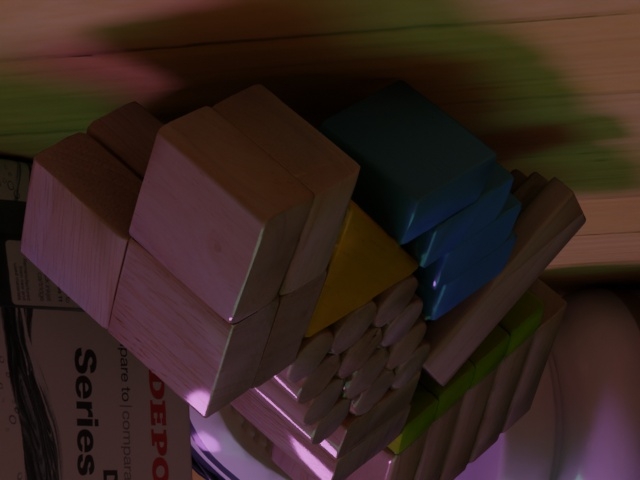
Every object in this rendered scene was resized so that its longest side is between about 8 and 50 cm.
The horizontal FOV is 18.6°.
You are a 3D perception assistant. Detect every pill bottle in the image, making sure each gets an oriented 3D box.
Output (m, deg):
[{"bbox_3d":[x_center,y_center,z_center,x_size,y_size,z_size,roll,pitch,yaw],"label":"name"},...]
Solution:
[{"bbox_3d":[0.205,0.103,1.137,0.264,0.153,0.153,1,171,-17],"label":"pill bottle"}]

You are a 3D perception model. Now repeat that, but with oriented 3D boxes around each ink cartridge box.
[{"bbox_3d":[-0.146,0.047,0.715,0.087,0.153,0.208,-10,169,38],"label":"ink cartridge box"}]

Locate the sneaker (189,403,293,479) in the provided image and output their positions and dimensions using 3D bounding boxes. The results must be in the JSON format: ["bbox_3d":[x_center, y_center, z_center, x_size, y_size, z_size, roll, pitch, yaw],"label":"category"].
[{"bbox_3d":[-0.034,0.092,1.101,0.127,0.126,0.321,-12,169,22],"label":"sneaker"}]

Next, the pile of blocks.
[{"bbox_3d":[0.000,0.000,0.691,0.112,0.149,0.362,40,174,20],"label":"pile of blocks"}]
